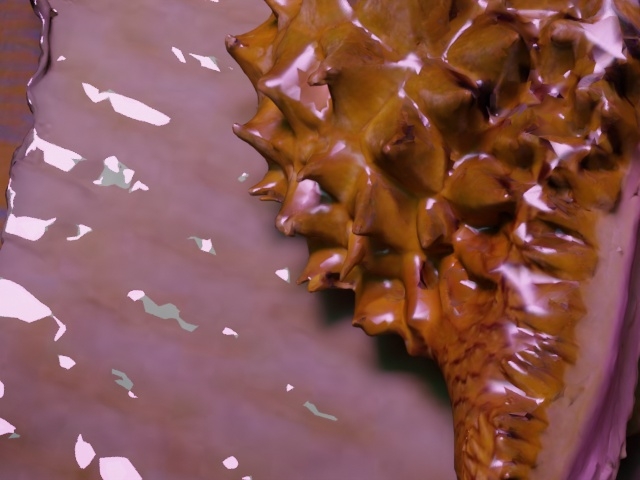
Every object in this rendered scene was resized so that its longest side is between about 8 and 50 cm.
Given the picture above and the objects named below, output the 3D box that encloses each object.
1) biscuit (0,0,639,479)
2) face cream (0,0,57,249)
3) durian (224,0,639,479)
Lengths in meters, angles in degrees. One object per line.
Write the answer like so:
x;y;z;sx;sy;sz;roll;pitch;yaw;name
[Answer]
0.000;0.000;0.497;0.187;0.036;0.274;5;56;-5;biscuit
-0.114;-0.018;0.557;0.139;0.067;0.285;-2;55;10;face cream
0.048;-0.027;0.455;0.140;0.078;0.224;8;56;-9;durian
